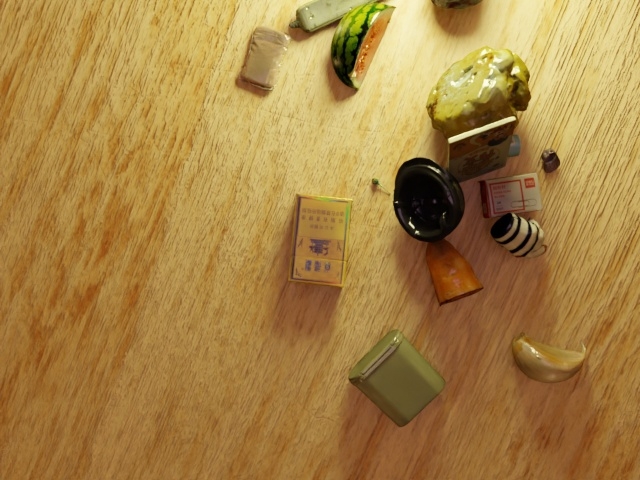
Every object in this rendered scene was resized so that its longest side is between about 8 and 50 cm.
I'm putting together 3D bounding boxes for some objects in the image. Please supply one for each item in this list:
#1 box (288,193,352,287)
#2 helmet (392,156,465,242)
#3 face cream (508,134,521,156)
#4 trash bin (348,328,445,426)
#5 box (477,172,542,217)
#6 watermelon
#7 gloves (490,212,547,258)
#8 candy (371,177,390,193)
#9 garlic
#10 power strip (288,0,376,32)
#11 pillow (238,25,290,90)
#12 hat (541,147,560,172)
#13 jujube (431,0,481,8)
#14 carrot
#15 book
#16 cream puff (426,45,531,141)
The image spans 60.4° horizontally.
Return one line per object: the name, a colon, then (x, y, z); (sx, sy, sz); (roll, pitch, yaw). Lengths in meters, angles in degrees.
box: (0.000, 0.000, 1.875); (0.192, 0.084, 0.302); (6, 92, 2)
helmet: (0.369, -0.140, 1.809); (0.230, 0.160, 0.279); (-8, 96, 43)
face cream: (0.549, -0.311, 1.850); (0.229, 0.075, 0.075); (-4, 92, 3)
trash bin: (0.260, 0.471, 1.868); (0.243, 0.121, 0.247); (-44, 92, 2)
box: (0.633, -0.149, 1.840); (0.182, 0.099, 0.133); (-7, 90, 2)
watermelon: (0.136, -0.664, 1.803); (0.159, 0.128, 0.304); (23, 97, -18)
gloves: (0.673, -0.005, 1.810); (0.218, 0.131, 0.140); (27, 103, -16)
candy: (0.210, -0.186, 1.896); (0.083, 0.023, 0.025); (42, 85, -10)
garlic: (0.773, 0.400, 1.853); (0.244, 0.145, 0.164); (11, 61, -1)
power strip: (0.071, -0.802, 1.853); (0.387, 0.066, 0.092); (-24, 107, 1)
pillow: (-0.190, -0.628, 1.886); (0.135, 0.034, 0.211); (20, 91, 5)
hat: (0.775, -0.273, 1.866); (0.058, 0.042, 0.087); (-25, 125, 6)
jujube: (0.452, -0.908, 1.766); (0.225, 0.226, 0.317); (6, 90, 2)
carrot: (0.426, 0.096, 1.848); (0.159, 0.159, 0.225); (-26, 78, 3)
book: (0.504, -0.276, 1.750); (0.207, 0.295, 0.020); (-20, 67, 5)
cream puff: (0.524, -0.438, 1.768); (0.257, 0.291, 0.325); (30, 71, -26)
